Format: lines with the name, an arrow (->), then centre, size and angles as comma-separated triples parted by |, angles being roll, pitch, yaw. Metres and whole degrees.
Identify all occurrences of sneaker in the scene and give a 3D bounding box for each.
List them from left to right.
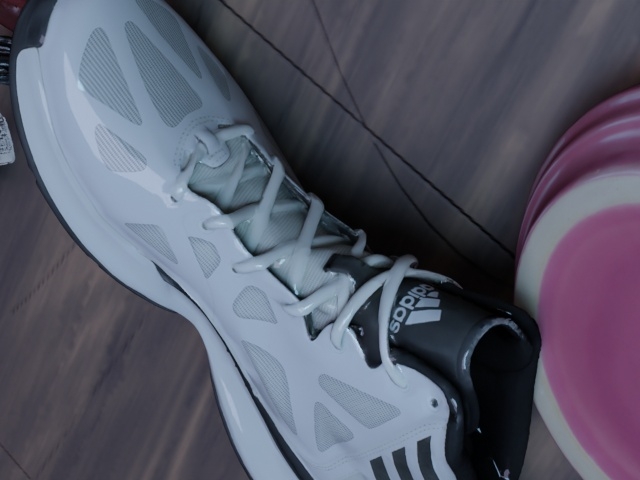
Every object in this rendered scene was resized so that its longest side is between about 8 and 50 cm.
sneaker -> 0.001, 0.000, 1.053 | 0.257, 0.169, 0.447 | -7, 122, 47

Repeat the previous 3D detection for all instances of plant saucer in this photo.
plant saucer -> 0.237, 0.065, 0.999 | 0.332, 0.084, 0.332 | 25, 126, 41

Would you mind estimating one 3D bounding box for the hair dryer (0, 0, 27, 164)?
hair dryer -> -0.227, -0.173, 1.174 | 0.223, 0.080, 0.294 | -17, 113, 11
